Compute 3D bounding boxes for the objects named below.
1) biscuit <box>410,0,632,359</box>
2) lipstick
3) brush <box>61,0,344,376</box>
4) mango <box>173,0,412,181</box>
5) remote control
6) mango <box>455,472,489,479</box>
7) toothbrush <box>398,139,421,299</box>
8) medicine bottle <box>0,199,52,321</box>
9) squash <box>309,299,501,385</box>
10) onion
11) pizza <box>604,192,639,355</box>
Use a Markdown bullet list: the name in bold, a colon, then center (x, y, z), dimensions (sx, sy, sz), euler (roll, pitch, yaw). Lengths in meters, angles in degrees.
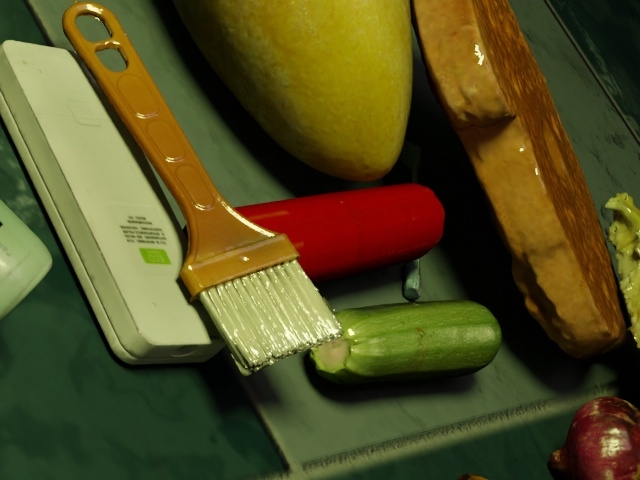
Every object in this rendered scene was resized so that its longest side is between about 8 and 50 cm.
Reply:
- **biscuit**: center (0.175, -0.088, 1.628), dimensions (0.349, 0.078, 0.455), euler (-78, 145, -59)
- **lipstick**: center (-0.001, -0.001, 1.391), dimensions (0.280, 0.073, 0.073), euler (-10, 64, -56)
- **brush**: center (-0.097, -0.047, 1.264), dimensions (0.090, 0.017, 0.314), euler (-19, 67, -35)
- **mango**: center (-0.025, -0.226, 1.484), dimensions (0.199, 0.221, 0.384), euler (-11, 77, -20)
- **remote control**: center (-0.147, -0.028, 1.248), dimensions (0.103, 0.034, 0.250), euler (2, 54, -55)
- **mango**: center (0.126, 0.254, 1.205), dimensions (0.166, 0.136, 0.236), euler (35, 16, -4)
- **toothbrush**: center (0.079, -0.023, 1.595), dimensions (0.019, 0.016, 0.219), euler (36, 31, -23)
- **medicine bottle**: center (-0.256, -0.035, 1.035), dimensions (0.216, 0.090, 0.090), euler (46, 28, -8)
- **squash**: center (0.068, 0.078, 1.407), dimensions (0.229, 0.066, 0.066), euler (0, 56, -56)
- **onion**: center (0.238, 0.182, 1.512), dimensions (0.107, 0.097, 0.107), euler (-9, 90, -74)
- **pizza**: center (0.332, 0.070, 1.705), dimensions (0.280, 0.075, 0.287), euler (35, 35, -62)
